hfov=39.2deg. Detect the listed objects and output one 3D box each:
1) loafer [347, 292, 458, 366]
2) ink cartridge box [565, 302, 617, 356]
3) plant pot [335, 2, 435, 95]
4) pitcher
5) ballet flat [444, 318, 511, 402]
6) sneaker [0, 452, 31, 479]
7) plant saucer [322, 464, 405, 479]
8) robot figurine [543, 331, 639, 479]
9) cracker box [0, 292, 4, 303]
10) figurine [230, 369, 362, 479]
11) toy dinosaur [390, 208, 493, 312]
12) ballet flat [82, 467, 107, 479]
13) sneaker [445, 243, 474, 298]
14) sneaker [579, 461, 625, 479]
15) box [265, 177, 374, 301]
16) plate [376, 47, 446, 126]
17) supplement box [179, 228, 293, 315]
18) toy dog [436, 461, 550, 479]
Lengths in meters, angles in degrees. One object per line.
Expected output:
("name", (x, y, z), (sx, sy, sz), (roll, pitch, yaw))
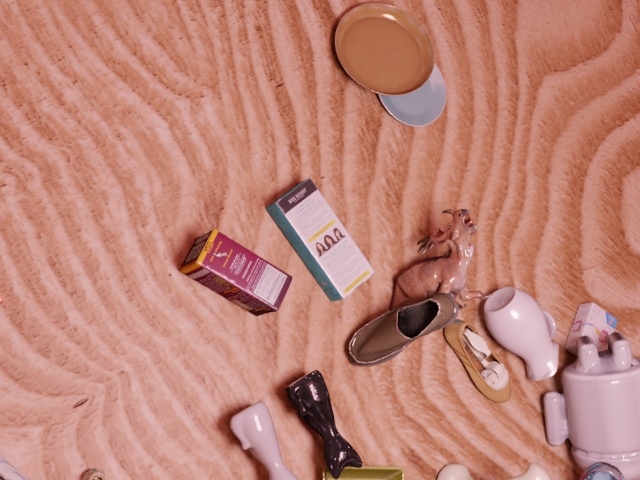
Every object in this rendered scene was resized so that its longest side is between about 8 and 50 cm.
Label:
("loafer", (0.156, 0.175, 1.831), (0.094, 0.251, 0.087), (63, 16, 20))
("ink cartridge box", (0.649, 0.224, 2.156), (0.088, 0.052, 0.122), (33, 69, -18))
("plant pot", (0.141, -0.423, 2.016), (0.236, 0.032, 0.236), (5, 70, -15))
("pitcher", (0.466, 0.188, 2.045), (0.207, 0.125, 0.178), (50, 42, -21))
("ballet flat", (0.360, 0.271, 1.989), (0.232, 0.073, 0.080), (50, 63, -10))
("sneaker", (-0.553, 0.380, 1.478), (0.297, 0.129, 0.111), (42, 67, -12))
("plant saucer", (0.077, 0.548, 1.808), (0.188, 0.045, 0.188), (8, 77, -25))
("robot figurine", (0.658, 0.391, 2.030), (0.300, 0.200, 0.353), (-7, 94, 15))
("cracker box", (-0.612, 0.016, 1.504), (0.067, 0.156, 0.232), (-22, 90, -28))
("figurine", (-0.046, 0.389, 1.732), (0.215, 0.092, 0.209), (-25, 81, -28))
("toy dinosaur", (0.233, 0.078, 1.927), (0.295, 0.127, 0.200), (-33, 76, 9))
("ballet flat", (-0.388, 0.487, 1.581), (0.057, 0.052, 0.168), (-11, 85, -28))
("sneaker", (0.291, 0.073, 2.015), (0.065, 0.061, 0.158), (20, 74, 10))
("sneaker", (0.576, 0.603, 1.936), (0.125, 0.104, 0.262), (-17, 131, -64))
("box", (0.000, 0.000, 1.868), (0.100, 0.060, 0.244), (-38, 98, -28))
("plate", (0.205, -0.348, 2.062), (0.188, 0.024, 0.188), (6, 77, -25))
("supplement box", (-0.163, 0.065, 1.749), (0.188, 0.104, 0.081), (32, 67, -18))
("toy dog", (0.395, 0.624, 1.747), (0.284, 0.408, 0.395), (41, 65, -14))
